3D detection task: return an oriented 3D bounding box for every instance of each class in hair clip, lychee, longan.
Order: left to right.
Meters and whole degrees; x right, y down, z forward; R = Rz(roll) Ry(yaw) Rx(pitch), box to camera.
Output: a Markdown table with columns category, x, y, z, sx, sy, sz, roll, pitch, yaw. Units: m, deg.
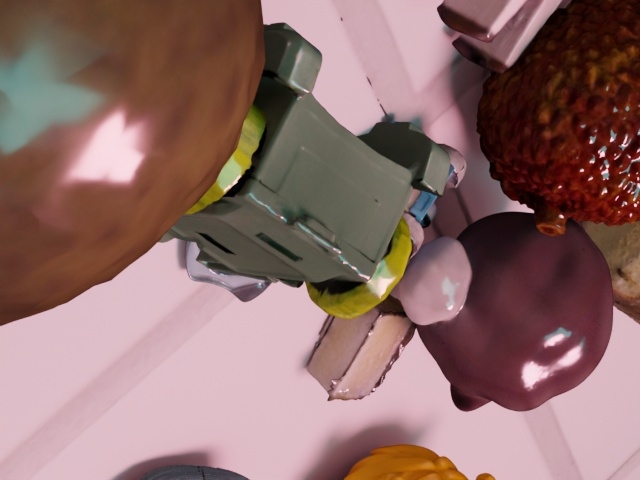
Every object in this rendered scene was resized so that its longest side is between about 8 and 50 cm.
| category | x | y | z | sx | sy | sz | roll | pitch | yaw |
| --- | --- | --- | --- | --- | --- | --- | --- | --- | --- |
| longan | -0.228 | -0.134 | 0.887 | 0.391 | 0.391 | 0.391 | -26 | 137 | -27 |
| hair clip | 0.235 | -0.317 | 1.392 | 0.331 | 0.085 | 0.101 | -55 | 145 | -1 |
| lychee | 0.277 | -0.132 | 1.483 | 0.271 | 0.236 | 0.236 | -62 | 144 | -12 |

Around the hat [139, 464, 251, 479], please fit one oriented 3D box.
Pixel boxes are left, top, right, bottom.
| category | x | y | z | sx | sy | sz | roll | pitch | yaw |
| --- | --- | --- | --- | --- | --- | --- | --- | --- | --- |
| hat | -0.149 | 0.299 | 1.562 | 0.191 | 0.078 | 0.138 | 2 | 113 | -24 |

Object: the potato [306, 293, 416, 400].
| category | x | y | z | sx | sy | sz | roll | pitch | yaw |
| --- | --- | --- | --- | --- | --- | --- | --- | --- | --- |
| potato | 0.042 | 0.114 | 1.596 | 0.086 | 0.061 | 0.122 | 7 | 118 | -48 |

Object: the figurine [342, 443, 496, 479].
| category | x | y | z | sx | sy | sz | roll | pitch | yaw |
| --- | --- | --- | --- | --- | --- | --- | --- | --- | --- |
| figurine | 0.085 | 0.379 | 1.756 | 0.320 | 0.196 | 0.323 | 4 | 129 | -39 |

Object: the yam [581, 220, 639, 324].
| category | x | y | z | sx | sy | sz | roll | pitch | yaw |
| --- | --- | --- | --- | --- | --- | --- | --- | --- | --- |
| yam | 0.449 | 0.019 | 1.815 | 0.271 | 0.201 | 0.202 | 29 | 99 | -45 |

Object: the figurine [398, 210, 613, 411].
| category | x | y | z | sx | sy | sz | roll | pitch | yaw |
| --- | --- | --- | --- | --- | --- | --- | --- | --- | --- |
| figurine | 0.212 | 0.073 | 1.635 | 0.218 | 0.206 | 0.365 | -28 | 177 | 1 |

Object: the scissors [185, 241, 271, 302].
| category | x | y | z | sx | sy | sz | roll | pitch | yaw |
| --- | --- | --- | --- | --- | --- | --- | --- | --- | --- |
| scissors | -0.059 | -0.092 | 1.312 | 0.191 | 0.029 | 0.360 | -15 | 130 | -1 |

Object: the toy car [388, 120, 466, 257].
| category | x | y | z | sx | sy | sz | roll | pitch | yaw |
| --- | --- | --- | --- | --- | --- | --- | --- | --- | --- |
| toy car | 0.069 | -0.036 | 1.491 | 0.126 | 0.098 | 0.161 | -54 | 179 | -30 |

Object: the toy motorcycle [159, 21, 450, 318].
| category | x | y | z | sx | sy | sz | roll | pitch | yaw |
| --- | --- | --- | --- | --- | --- | --- | --- | --- | --- |
| toy motorcycle | -0.064 | -0.073 | 1.163 | 0.191 | 0.326 | 0.200 | 35 | 75 | -33 |
